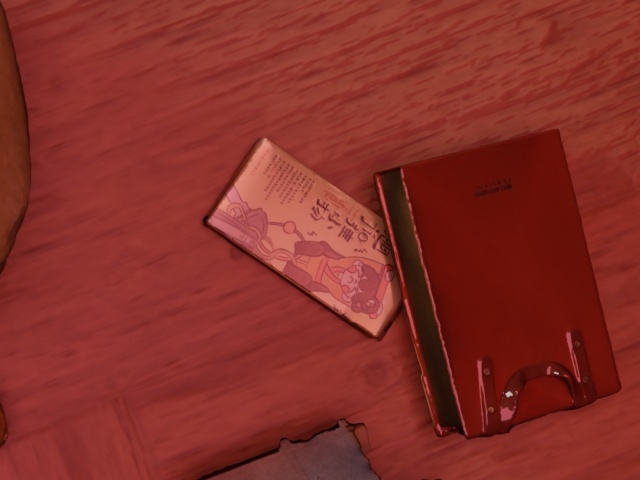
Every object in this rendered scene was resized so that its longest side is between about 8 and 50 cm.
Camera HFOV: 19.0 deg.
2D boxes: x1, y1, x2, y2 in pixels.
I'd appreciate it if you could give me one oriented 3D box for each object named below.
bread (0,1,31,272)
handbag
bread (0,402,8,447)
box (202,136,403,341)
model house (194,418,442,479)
[{"bbox_3d":[-0.332,-0.063,1.145,0.321,0.237,0.320,4,80,-26],"label":"bread"},{"bbox_3d":[0.120,0.031,1.291,0.127,0.063,0.190,-14,92,-24],"label":"handbag"},{"bbox_3d":[-0.245,0.097,1.243,0.072,0.053,0.106,-21,89,14],"label":"bread"},{"bbox_3d":[0.000,0.000,1.300,0.149,0.020,0.073,34,82,-8],"label":"box"},{"bbox_3d":[0.029,0.271,1.220,0.178,0.271,0.206,-21,127,-13],"label":"model house"}]
